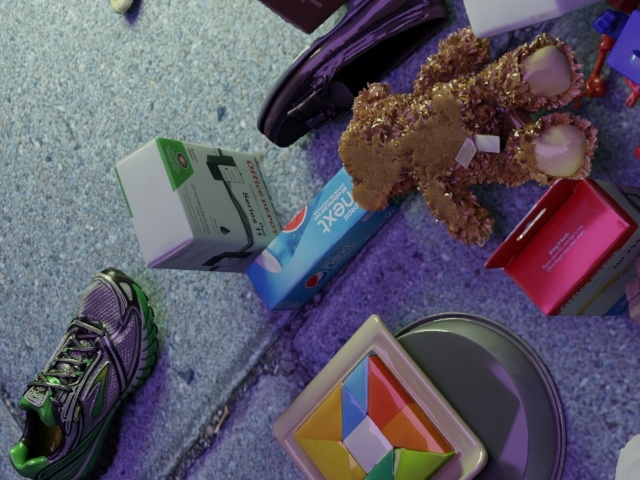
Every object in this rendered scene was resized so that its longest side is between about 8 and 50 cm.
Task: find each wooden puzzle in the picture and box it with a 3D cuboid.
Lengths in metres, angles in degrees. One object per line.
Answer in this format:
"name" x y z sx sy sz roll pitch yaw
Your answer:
"wooden puzzle" 0.062 0.245 1.624 0.221 0.044 0.238 -50 62 24

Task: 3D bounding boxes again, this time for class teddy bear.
"teddy bear" 0.178 -0.126 1.563 0.338 0.113 0.245 -34 82 43

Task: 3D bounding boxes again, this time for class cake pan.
"cake pan" 0.153 0.233 1.620 0.293 0.054 0.293 -2 87 36

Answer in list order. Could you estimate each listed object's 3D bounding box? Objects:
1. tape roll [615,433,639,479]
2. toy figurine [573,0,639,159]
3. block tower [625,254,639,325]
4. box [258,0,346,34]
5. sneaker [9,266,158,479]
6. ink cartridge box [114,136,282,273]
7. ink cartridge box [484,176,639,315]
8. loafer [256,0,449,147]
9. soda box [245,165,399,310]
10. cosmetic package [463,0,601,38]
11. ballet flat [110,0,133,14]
"tape roll" 0.374 0.327 1.318 0.100 0.286 0.286 -4 85 -3
"toy figurine" 0.379 -0.137 1.370 0.362 0.217 0.191 44 113 29
"block tower" 0.448 -0.027 1.305 0.097 0.091 0.335 37 118 -17
"box" 0.058 -0.452 1.626 0.381 0.143 0.191 -38 39 27
"sneaker" -0.342 0.202 1.926 0.134 0.146 0.343 26 102 34
"ink cartridge box" -0.154 -0.043 1.761 0.087 0.208 0.153 -30 72 28
"ink cartridge box" 0.288 0.010 1.420 0.078 0.231 0.134 50 116 27
"loafer" 0.038 -0.217 1.694 0.302 0.109 0.095 -47 67 22
"soda box" 0.000 0.000 1.733 0.210 0.067 0.071 -46 64 25
"cosmetic package" 0.217 -0.465 1.384 0.161 0.230 0.453 -2 110 63
"ballet flat" -0.296 -0.421 1.976 0.057 0.049 0.173 3 90 37
